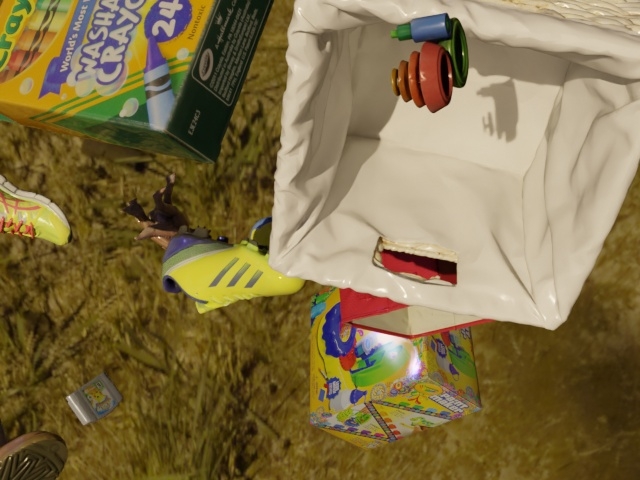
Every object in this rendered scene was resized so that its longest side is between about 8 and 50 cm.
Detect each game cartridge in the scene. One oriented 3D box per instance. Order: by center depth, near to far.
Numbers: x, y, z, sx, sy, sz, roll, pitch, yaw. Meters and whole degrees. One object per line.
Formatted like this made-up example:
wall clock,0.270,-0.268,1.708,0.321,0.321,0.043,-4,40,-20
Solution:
game cartridge,-0.325,0.230,1.167,0.056,0.017,0.083,58,29,-2

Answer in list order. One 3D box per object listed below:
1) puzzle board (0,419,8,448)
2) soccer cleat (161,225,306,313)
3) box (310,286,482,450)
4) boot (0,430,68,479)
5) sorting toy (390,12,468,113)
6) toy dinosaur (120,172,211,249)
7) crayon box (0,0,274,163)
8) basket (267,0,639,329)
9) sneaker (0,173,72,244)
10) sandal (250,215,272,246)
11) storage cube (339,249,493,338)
puzzle board,-0.580,0.364,1.394,0.011,0.128,0.096,16,34,-49
soccer cleat,-0.126,0.055,1.149,0.289,0.093,0.121,11,82,45
box,0.137,0.212,1.568,0.177,0.279,0.290,34,40,-36
boot,-0.505,0.294,1.210,0.236,0.089,0.269,-39,40,-1
sorting toy,0.075,-0.129,0.576,0.042,0.061,0.102,-3,27,24
toy dinosaur,-0.325,-0.021,1.768,0.127,0.296,0.200,-30,105,1
crayon box,-0.213,-0.204,0.785,0.322,0.083,0.203,13,79,31
basket,0.137,-0.132,0.842,0.328,0.332,0.267,11,41,2
sneaker,-0.504,-0.037,1.306,0.208,0.081,0.094,26,52,2
sandal,0.000,0.000,1.619,0.317,0.126,0.138,5,20,-30
storage cube,0.150,0.032,1.237,0.215,0.183,0.193,17,62,-47
